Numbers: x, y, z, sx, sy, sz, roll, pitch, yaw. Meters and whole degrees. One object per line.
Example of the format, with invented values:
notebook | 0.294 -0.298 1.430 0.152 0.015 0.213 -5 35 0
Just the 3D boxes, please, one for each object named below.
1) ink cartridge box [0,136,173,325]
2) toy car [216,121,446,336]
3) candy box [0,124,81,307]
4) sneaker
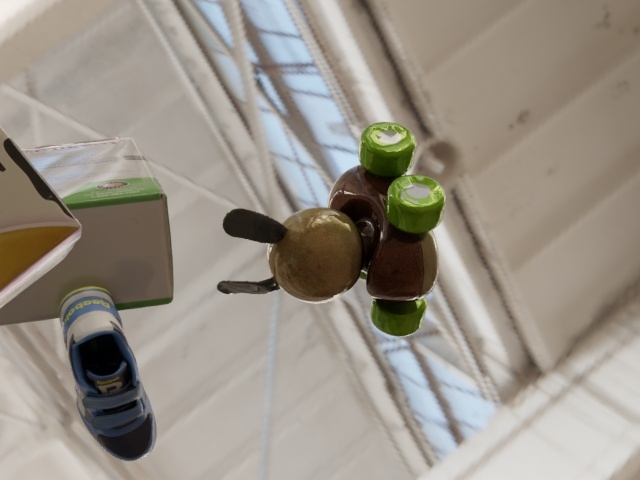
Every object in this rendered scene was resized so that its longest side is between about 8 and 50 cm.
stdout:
ink cartridge box | -0.209 -0.013 1.160 0.160 0.219 0.093 -7 -74 -10
toy car | 0.000 0.000 1.286 0.188 0.149 0.155 -8 -47 -16
candy box | -0.224 -0.042 0.540 0.159 0.071 0.233 -40 -87 -17
sneaker | -0.155 0.107 1.059 0.053 0.059 0.144 -22 -64 -11
